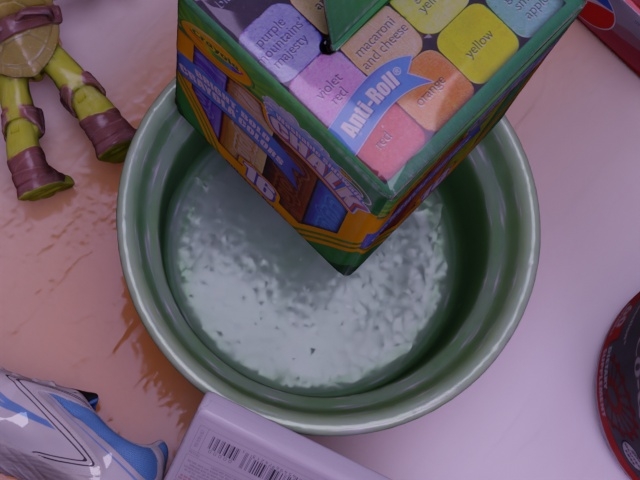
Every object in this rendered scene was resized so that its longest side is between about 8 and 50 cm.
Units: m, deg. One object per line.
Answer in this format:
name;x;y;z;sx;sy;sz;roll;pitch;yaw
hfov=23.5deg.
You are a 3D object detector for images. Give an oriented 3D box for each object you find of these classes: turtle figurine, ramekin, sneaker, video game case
turtle figurine;-0.217;-0.154;1.192;0.269;0.087;0.217;-26;82;-11
ramekin;0.000;0.000;1.153;0.303;0.148;0.303;1;78;-6
sneaker;-0.223;0.132;1.144;0.237;0.085;0.086;30;48;5
video game case;-0.013;0.227;1.093;0.227;0.206;0.026;26;37;-1

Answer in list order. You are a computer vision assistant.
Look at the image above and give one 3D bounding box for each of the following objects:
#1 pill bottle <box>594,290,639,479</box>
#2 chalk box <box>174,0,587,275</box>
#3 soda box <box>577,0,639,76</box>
pill bottle;0.336;0.088;1.061;0.210;0.363;0.210;1;78;-6
chalk box;0.031;-0.124;0.956;0.179;0.289;0.180;45;78;4
soda box;0.217;-0.252;1.263;0.263;0.083;0.092;44;77;4
